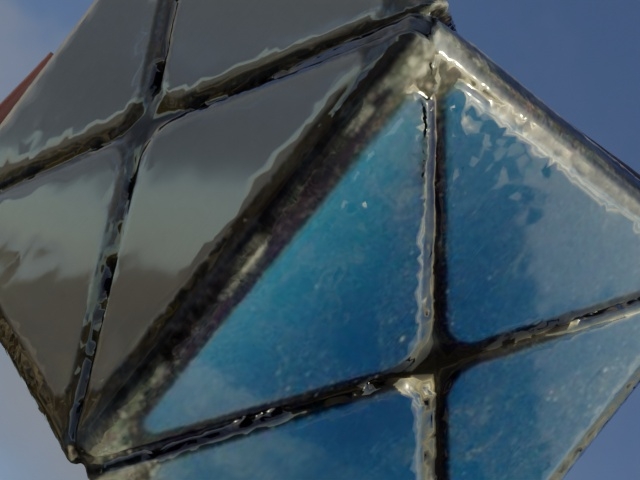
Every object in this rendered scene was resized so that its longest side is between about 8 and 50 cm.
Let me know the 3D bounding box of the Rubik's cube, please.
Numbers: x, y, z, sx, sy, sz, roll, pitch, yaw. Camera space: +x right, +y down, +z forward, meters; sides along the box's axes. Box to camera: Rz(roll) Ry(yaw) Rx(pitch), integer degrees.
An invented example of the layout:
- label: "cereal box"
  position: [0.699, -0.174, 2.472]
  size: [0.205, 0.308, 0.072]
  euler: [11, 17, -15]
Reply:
- label: "Rubik's cube"
  position: [0.000, 0.000, 0.880]
  size: [0.259, 0.260, 0.255]
  euler: [36, 7, -39]

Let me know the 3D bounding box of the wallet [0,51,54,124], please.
- label: "wallet"
  position: [-0.237, -0.034, 1.409]
  size: [0.142, 0.204, 0.045]
  euler: [44, -8, -1]
